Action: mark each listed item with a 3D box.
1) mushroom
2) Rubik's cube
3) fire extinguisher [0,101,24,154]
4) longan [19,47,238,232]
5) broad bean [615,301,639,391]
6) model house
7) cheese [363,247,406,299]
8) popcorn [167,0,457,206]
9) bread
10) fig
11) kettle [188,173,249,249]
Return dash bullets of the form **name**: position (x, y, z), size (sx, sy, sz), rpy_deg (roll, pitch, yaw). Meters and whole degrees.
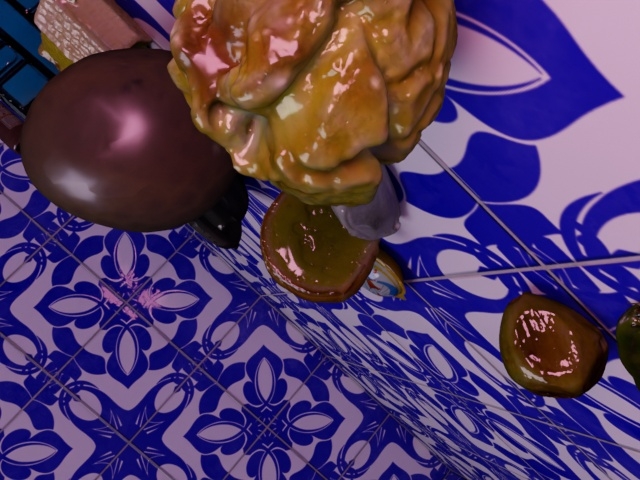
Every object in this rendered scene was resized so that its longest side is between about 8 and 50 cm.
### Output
- **mushroom**: position (0.042, -0.109, 0.905), size (0.351, 0.109, 0.097), rpy_deg (54, -159, -48)
- **Rubik's cube**: position (-0.676, -0.436, 1.444), size (0.288, 0.283, 0.293), rpy_deg (43, 165, 0)
- **fire extinguisher**: position (-0.803, -0.311, 1.468), size (0.231, 0.071, 0.099), rpy_deg (41, -164, 9)
- **longan**: position (-0.333, -0.181, 1.097), size (0.404, 0.405, 0.336), rpy_deg (169, 85, -72)
- **broad bean**: position (0.436, 0.162, 0.784), size (0.065, 0.046, 0.254), rpy_deg (4, 141, 46)
- **model house**: position (-0.463, -0.410, 1.188), size (0.193, 0.175, 0.234), rpy_deg (45, 168, -10)
- **cheese**: position (0.093, 0.038, 1.255), size (0.270, 0.069, 0.177), rpy_deg (49, 164, -25)
- **popcorn**: position (-0.017, -0.179, 0.556), size (0.282, 0.282, 0.247), rpy_deg (31, 174, 37)
- **bread**: position (0.000, 0.000, 1.077), size (0.236, 0.236, 0.070), rpy_deg (40, 165, 6)
- **fig**: position (0.337, 0.157, 0.870), size (0.165, 0.144, 0.154), rpy_deg (50, -158, 2)
- **kettle**: position (-0.299, -0.119, 1.456), size (0.324, 0.228, 0.320), rpy_deg (44, -166, -44)
